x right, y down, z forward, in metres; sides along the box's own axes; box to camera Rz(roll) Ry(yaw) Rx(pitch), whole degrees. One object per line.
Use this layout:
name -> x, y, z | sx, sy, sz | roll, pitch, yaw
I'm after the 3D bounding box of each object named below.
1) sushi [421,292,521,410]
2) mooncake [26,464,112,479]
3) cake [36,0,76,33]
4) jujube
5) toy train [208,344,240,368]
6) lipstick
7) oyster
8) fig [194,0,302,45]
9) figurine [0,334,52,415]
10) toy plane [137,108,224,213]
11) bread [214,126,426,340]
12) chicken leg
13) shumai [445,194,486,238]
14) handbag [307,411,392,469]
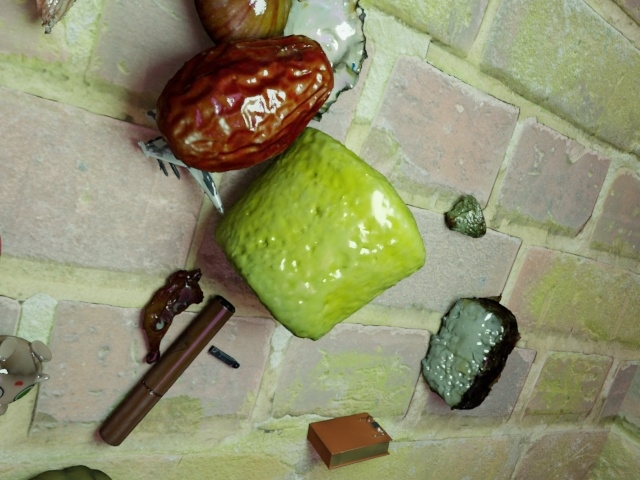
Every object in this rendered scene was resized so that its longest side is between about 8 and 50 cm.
sushi -> 0.425, 0.301, 1.289 | 0.181, 0.196, 0.344 | 11, 106, -49
mooncake -> -0.495, 0.590, 0.857 | 0.290, 0.161, 0.291 | -11, 107, -39
cake -> -0.383, -0.450, 0.660 | 0.135, 0.098, 0.288 | 15, 93, -32
jujube -> -0.119, -0.226, 0.737 | 0.290, 0.197, 0.197 | -30, 117, -11
toy train -> -0.212, 0.260, 1.015 | 0.017, 0.017, 0.083 | -49, 121, -4
lipstick -> -0.310, 0.263, 0.942 | 0.357, 0.057, 0.057 | -50, 121, -6
oyster -> 0.009, -0.370, 0.903 | 0.198, 0.092, 0.260 | -8, 100, -26
fig -> -0.109, -0.410, 0.746 | 0.175, 0.207, 0.175 | 11, 70, -34
figurine -> -0.537, 0.223, 0.769 | 0.138, 0.125, 0.125 | -41, 121, 7
toy plane -> -0.236, -0.156, 0.836 | 0.159, 0.082, 0.234 | -27, 105, -28
bread -> 0.000, 0.000, 0.869 | 0.308, 0.348, 0.348 | -46, 121, -1
chicken leg -> -0.304, 0.146, 0.913 | 0.089, 0.048, 0.219 | 36, 87, -29
shumai -> 0.375, -0.050, 1.199 | 0.087, 0.099, 0.124 | -23, 114, -2
handbag -> 0.078, 0.515, 1.187 | 0.190, 0.127, 0.063 | 0, 105, -29
